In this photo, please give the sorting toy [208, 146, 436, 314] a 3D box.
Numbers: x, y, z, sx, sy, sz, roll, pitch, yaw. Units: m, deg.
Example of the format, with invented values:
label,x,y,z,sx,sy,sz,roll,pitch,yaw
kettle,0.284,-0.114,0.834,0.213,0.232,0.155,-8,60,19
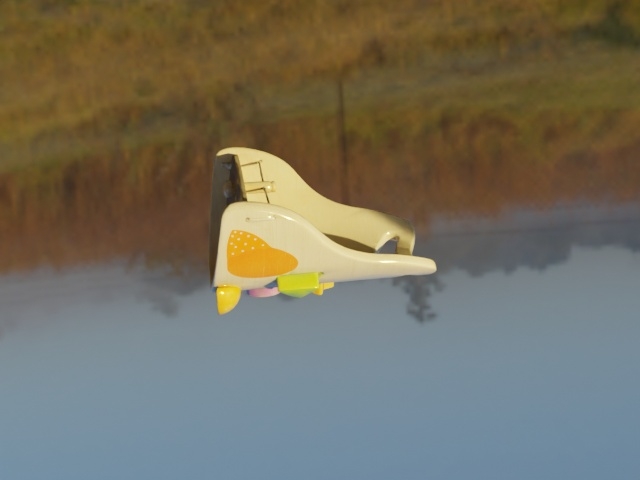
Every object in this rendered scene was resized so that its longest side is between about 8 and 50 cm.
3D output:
label,x,y,z,sx,sy,sz,roll,pitch,yaw
sorting toy,0.000,0.000,0.468,0.075,0.045,0.083,4,-164,-7
